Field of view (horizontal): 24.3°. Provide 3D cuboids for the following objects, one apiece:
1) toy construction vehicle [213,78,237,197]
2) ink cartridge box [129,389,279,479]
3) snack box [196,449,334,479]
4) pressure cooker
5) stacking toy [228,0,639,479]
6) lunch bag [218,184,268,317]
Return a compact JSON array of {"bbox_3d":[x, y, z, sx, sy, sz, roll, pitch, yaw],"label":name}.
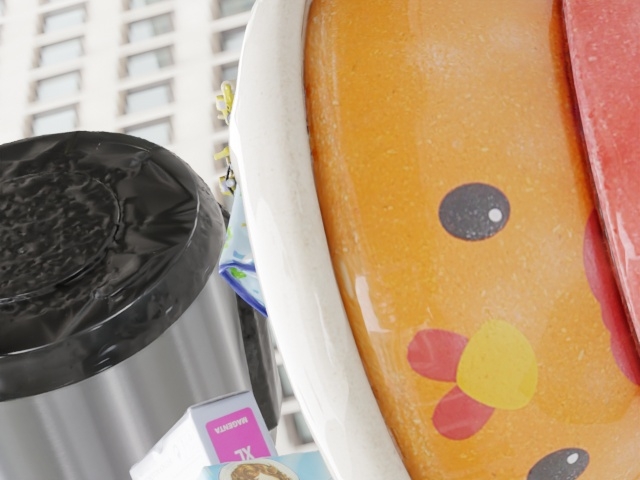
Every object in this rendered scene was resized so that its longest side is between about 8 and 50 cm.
[{"bbox_3d":[-0.068,-0.091,1.262,0.086,0.035,0.098,-29,-66,-59],"label":"toy construction vehicle"},{"bbox_3d":[-0.042,0.283,1.112,0.311,0.065,0.186,68,153,13],"label":"ink cartridge box"},{"bbox_3d":[0.085,0.214,0.997,0.187,0.322,0.060,47,124,38],"label":"snack box"},{"bbox_3d":[-0.237,0.146,1.478,0.370,0.375,0.420,-54,-36,-41],"label":"pressure cooker"},{"bbox_3d":[0.229,-0.040,0.704,0.350,0.480,0.350,-17,-90,-70],"label":"stacking toy"},{"bbox_3d":[0.000,0.000,1.124,0.151,0.096,0.129,51,-136,-53],"label":"lunch bag"}]
